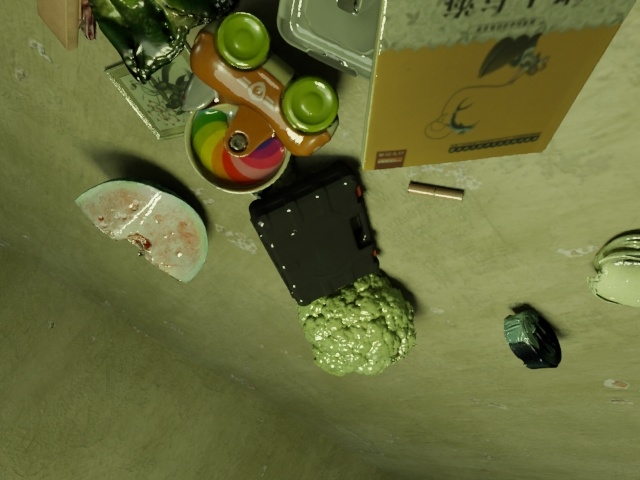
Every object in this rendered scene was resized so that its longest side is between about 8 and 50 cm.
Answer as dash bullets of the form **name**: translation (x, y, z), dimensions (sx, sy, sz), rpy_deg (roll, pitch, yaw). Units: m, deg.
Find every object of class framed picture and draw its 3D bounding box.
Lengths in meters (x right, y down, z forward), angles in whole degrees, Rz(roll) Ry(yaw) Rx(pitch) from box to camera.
- **framed picture**: translation (-0.284, -0.270, 0.816), dimensions (0.231, 0.010, 0.173), rpy_deg (-2, 137, 34)

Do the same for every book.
- **book**: translation (0.185, -0.220, 0.441), dimensions (0.269, 0.032, 0.389), rpy_deg (-7, 148, -3)

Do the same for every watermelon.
- **watermelon**: translation (-0.405, -0.065, 1.077), dimensions (0.322, 0.188, 0.175), rpy_deg (48, -175, -40)

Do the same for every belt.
- **belt**: translation (0.445, 0.206, 0.903), dimensions (0.140, 0.105, 0.058), rpy_deg (41, 139, -12)

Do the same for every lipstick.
- **lipstick**: translation (0.199, -0.083, 0.750), dimensions (0.094, 0.019, 0.019), rpy_deg (12, 144, 18)

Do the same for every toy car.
- **toy car**: translation (-0.106, -0.176, 0.617), dimensions (0.235, 0.145, 0.235), rpy_deg (-2, 108, -6)

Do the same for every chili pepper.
- **chili pepper**: translation (-0.210, -0.351, 0.591), dimensions (0.265, 0.116, 0.148), rpy_deg (-19, 115, 45)

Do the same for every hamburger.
- **hamburger**: translation (0.512, 0.052, 0.693), dimensions (0.133, 0.062, 0.140), rpy_deg (21, 148, 9)

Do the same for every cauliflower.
- **cauliflower**: translation (0.086, 0.186, 1.055), dimensions (0.272, 0.275, 0.250), rpy_deg (-11, 180, 2)

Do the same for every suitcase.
- **suitcase**: translation (0.000, 0.000, 0.849), dimensions (0.206, 0.066, 0.285), rpy_deg (-26, 136, -5)

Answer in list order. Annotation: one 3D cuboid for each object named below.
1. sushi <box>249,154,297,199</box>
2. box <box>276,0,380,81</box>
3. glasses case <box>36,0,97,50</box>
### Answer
- **sushi**: translation (-0.122, -0.150, 0.803), dimensions (0.109, 0.134, 0.273), rpy_deg (26, 170, 33)
- **box**: translation (0.054, -0.298, 0.457), dimensions (0.162, 0.130, 0.227), rpy_deg (25, 145, 1)
- **glasses case**: translation (-0.370, -0.380, 0.657), dimensions (0.102, 0.070, 0.193), rpy_deg (51, 145, -2)
